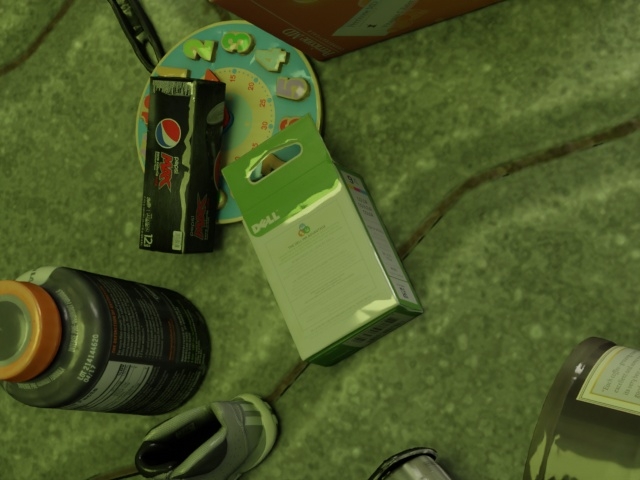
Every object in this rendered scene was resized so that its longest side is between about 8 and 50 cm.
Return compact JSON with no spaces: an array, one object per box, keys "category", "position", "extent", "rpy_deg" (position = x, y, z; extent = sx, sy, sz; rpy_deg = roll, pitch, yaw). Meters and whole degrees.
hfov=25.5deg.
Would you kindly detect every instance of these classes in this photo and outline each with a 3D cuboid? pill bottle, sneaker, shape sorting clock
[{"category":"pill bottle","position":[-0.219,0.093,1.312],"extent":[0.130,0.246,0.130],"rpy_deg":[-5,79,26]},{"category":"sneaker","position":[-0.150,0.228,1.318],"extent":[0.086,0.132,0.228],"rpy_deg":[44,102,26]},{"category":"shape sorting clock","position":[-0.094,-0.118,1.400],"extent":[0.206,0.040,0.206],"rpy_deg":[-5,80,27]}]

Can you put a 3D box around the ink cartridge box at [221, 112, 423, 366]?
[{"category":"ink cartridge box","position":[0.000,0.000,1.318],"extent":[0.109,0.062,0.209],"rpy_deg":[-32,68,19]}]

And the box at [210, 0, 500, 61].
[{"category":"box","position":[0.088,-0.308,1.238],"extent":[0.345,0.215,0.168],"rpy_deg":[-15,75,25]}]

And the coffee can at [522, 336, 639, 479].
[{"category":"coffee can","position":[0.311,0.198,1.045],"extent":[0.275,0.201,0.201],"rpy_deg":[12,87,28]}]

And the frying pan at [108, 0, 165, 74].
[{"category":"frying pan","position":[-0.270,-0.311,1.524],"extent":[0.197,0.053,0.326],"rpy_deg":[-13,72,26]}]

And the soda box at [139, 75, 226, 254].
[{"category":"soda box","position":[-0.133,-0.072,1.362],"extent":[0.053,0.060,0.168],"rpy_deg":[7,95,26]}]

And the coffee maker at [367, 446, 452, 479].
[{"category":"coffee maker","position":[0.096,0.293,1.204],"extent":[0.178,0.120,0.171],"rpy_deg":[46,133,27]}]
